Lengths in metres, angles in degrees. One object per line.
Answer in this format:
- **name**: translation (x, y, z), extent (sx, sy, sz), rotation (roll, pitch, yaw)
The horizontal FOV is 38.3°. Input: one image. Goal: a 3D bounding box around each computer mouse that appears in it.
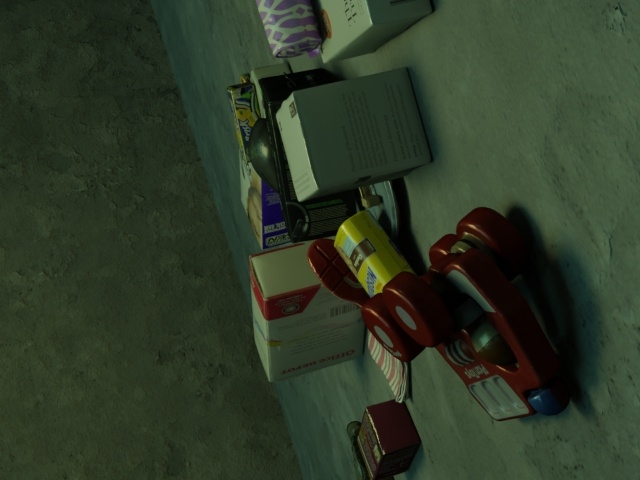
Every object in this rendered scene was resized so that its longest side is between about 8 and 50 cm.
- **computer mouse**: translation (-0.076, -0.129, 1.935), extent (0.188, 0.072, 0.272), rotation (14, 139, 54)

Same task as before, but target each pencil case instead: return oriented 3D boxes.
- **pencil case**: translation (-0.058, -0.386, 1.429), extent (0.088, 0.086, 0.206), rotation (-13, -89, -65)

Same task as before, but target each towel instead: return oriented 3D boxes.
- **towel**: translation (0.126, 0.208, 1.821), extent (0.197, 0.029, 0.144), rotation (-123, 23, -53)

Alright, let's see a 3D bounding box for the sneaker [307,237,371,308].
- **sneaker**: translation (0.061, 0.089, 1.689), extent (0.221, 0.087, 0.128), rotation (43, 168, 4)

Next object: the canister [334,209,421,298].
- **canister**: translation (0.099, 0.044, 1.562), extent (0.170, 0.073, 0.126), rotation (55, 163, 16)

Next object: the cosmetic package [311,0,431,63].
- **cosmetic package**: translation (0.031, -0.471, 1.337), extent (0.284, 0.098, 0.377), rotation (-178, 74, -79)

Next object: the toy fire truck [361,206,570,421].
- **toy fire truck**: translation (0.207, 0.118, 1.181), extent (0.254, 0.169, 0.302), rotation (49, 164, 5)

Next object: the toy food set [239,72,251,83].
- **toy food set**: translation (-0.195, -0.408, 2.481), extent (0.082, 0.020, 0.083), rotation (-160, 56, -74)

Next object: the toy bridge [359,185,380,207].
- **toy bridge**: translation (0.064, -0.144, 1.551), extent (0.063, 0.026, 0.188), rotation (-142, 39, -72)

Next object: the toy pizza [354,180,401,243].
- **toy pizza**: translation (0.100, -0.085, 1.601), extent (0.201, 0.032, 0.201), rotation (164, 90, -77)

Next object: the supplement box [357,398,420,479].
- **supplement box**: translation (0.135, 0.408, 1.883), extent (0.188, 0.081, 0.104), rotation (97, 155, -59)

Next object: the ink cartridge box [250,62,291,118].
- **ink cartridge box**: translation (-0.086, -0.265, 2.044), extent (0.153, 0.087, 0.208), rotation (102, 149, -63)

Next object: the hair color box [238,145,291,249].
- **hair color box**: translation (-0.131, -0.152, 2.314), extent (0.338, 0.110, 0.185), rotation (91, 158, -54)

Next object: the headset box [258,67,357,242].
- **headset box**: translation (-0.025, -0.175, 1.722), extent (0.246, 0.131, 0.283), rotation (-110, 10, -68)

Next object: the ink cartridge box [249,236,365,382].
- **ink cartridge box**: translation (-0.026, 0.144, 1.948), extent (0.306, 0.226, 0.131), rotation (93, 158, -51)

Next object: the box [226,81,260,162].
- **box**: translation (-0.163, -0.262, 2.052), extent (0.059, 0.054, 0.168), rotation (-137, 35, -67)

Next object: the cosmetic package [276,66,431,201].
- **cosmetic package**: translation (0.046, -0.159, 1.413), extent (0.151, 0.184, 0.151), rotation (156, 99, -77)

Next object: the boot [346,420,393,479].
- **boot**: translation (0.119, 0.543, 2.147), extent (0.161, 0.084, 0.246), rotation (116, 144, -80)
